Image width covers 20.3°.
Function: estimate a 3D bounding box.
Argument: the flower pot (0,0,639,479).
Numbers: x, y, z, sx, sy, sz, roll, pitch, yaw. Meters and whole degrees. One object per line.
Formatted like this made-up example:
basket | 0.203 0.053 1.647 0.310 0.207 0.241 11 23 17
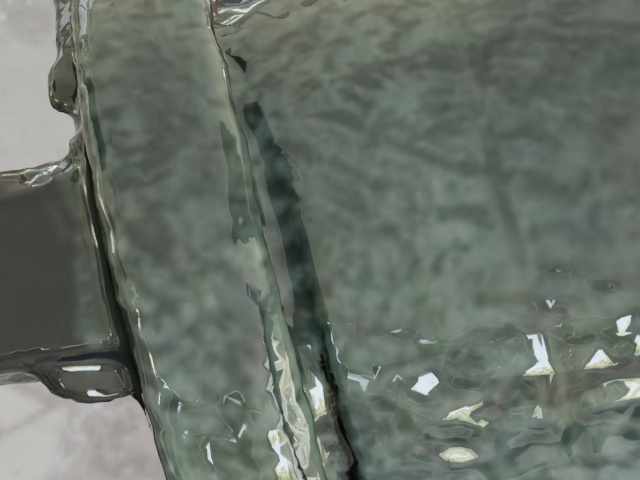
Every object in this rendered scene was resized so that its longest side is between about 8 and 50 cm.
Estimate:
flower pot | 0.000 0.000 0.651 0.283 0.299 0.299 -17 41 2
